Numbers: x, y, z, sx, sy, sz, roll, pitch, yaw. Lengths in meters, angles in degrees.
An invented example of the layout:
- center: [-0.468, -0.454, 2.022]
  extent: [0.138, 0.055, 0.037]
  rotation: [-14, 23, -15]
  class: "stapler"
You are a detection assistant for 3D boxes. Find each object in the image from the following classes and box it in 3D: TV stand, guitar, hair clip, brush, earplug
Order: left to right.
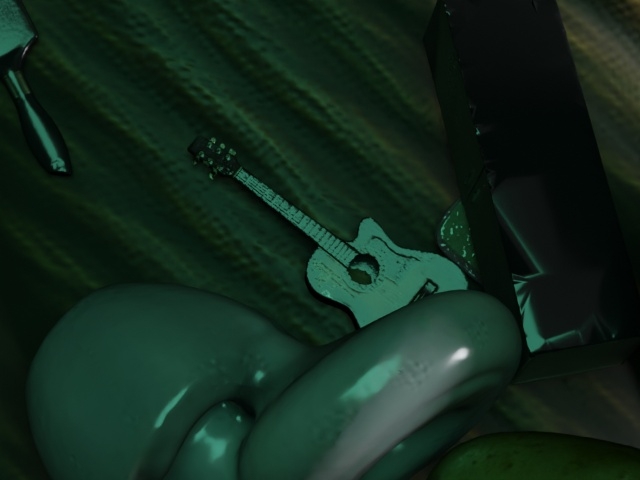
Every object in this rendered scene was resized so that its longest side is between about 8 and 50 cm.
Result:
- center: [-0.229, -0.129, 1.303]
  extent: [0.063, 0.016, 0.193]
  rotation: [-26, 80, -7]
  class: "brush"
- center: [-0.029, 0.102, 1.170]
  extent: [0.326, 0.214, 0.175]
  rotation: [-7, 71, 4]
  class: "earplug"
- center: [0.000, 0.000, 1.282]
  extent: [0.233, 0.025, 0.088]
  rotation: [37, 79, 6]
  class: "guitar"
- center: [0.145, 0.020, 1.286]
  extent: [0.137, 0.022, 0.054]
  rotation: [36, 78, 7]
  class: "hair clip"
- center: [0.145, -0.044, 1.253]
  extent: [0.088, 0.083, 0.269]
  rotation: [-10, 72, -9]
  class: "TV stand"

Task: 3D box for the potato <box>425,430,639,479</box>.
- center: [0.204, 0.229, 1.156]
  extent: [0.307, 0.210, 0.173]
  rotation: [23, 72, 10]
  class: "potato"
